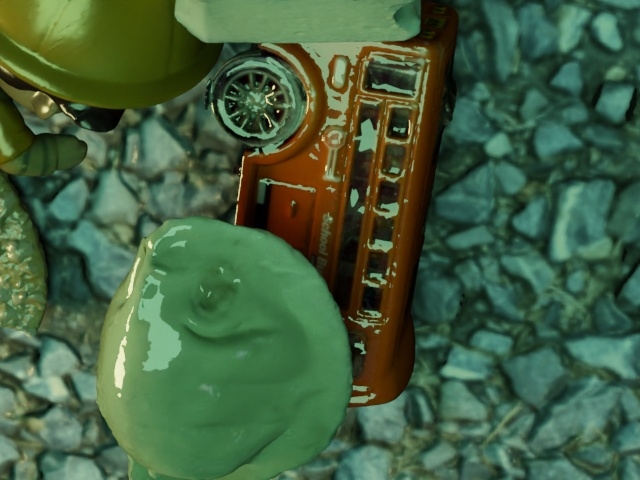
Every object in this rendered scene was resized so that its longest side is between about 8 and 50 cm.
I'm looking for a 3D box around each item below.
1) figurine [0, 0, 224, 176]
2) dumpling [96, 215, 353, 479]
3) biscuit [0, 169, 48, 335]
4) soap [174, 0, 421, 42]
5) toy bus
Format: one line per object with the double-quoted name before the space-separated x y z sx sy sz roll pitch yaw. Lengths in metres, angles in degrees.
"figurine" -0.185 -0.137 1.043 0.257 0.167 0.192 -33 76 21
"dumpling" -0.067 0.068 1.003 0.152 0.108 0.219 -13 134 -27
"biscuit" -0.305 -0.028 1.179 0.250 0.032 0.133 20 111 2
"soap" -0.014 -0.247 0.954 0.150 0.094 0.261 1 75 2
"toy bus" 0.000 0.000 1.085 0.153 0.143 0.329 11 111 6
